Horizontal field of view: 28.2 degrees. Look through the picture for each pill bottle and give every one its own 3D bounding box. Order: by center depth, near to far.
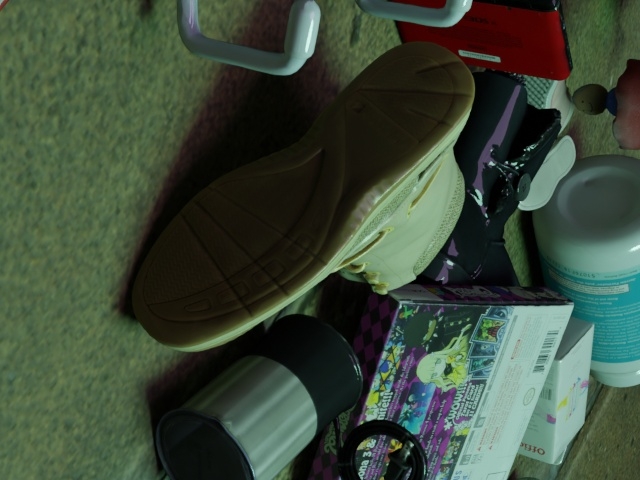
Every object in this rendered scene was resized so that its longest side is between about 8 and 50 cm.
[{"bbox_3d":[0.315,0.045,1.375,0.146,0.146,0.264,-55,144,-31],"label":"pill bottle"}]

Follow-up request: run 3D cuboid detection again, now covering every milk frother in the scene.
[{"bbox_3d":[-0.015,0.145,0.877,0.135,0.143,0.129,-39,139,-45],"label":"milk frother"}]

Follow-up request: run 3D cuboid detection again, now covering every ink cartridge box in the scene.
[{"bbox_3d":[0.219,0.153,1.317,0.090,0.092,0.143,-35,133,-49],"label":"ink cartridge box"}]

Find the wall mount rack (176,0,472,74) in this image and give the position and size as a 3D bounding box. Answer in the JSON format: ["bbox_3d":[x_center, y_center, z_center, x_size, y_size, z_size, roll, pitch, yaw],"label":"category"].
[{"bbox_3d":[0.015,-0.268,0.756,0.350,0.131,0.304,-27,125,-53],"label":"wall mount rack"}]

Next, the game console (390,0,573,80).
[{"bbox_3d":[0.129,-0.199,0.959,0.085,0.144,0.124,-57,145,-26],"label":"game console"}]

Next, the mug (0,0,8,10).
[{"bbox_3d":[-0.160,-0.184,0.559,0.169,0.150,0.113,-59,-177,-18],"label":"mug"}]

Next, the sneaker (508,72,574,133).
[{"bbox_3d":[0.213,-0.150,1.217,0.070,0.051,0.134,-38,134,-53],"label":"sneaker"}]

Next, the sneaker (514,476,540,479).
[{"bbox_3d":[0.219,0.404,1.434,0.226,0.086,0.163,-56,142,-31],"label":"sneaker"}]

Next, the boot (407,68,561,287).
[{"bbox_3d":[0.165,-0.016,1.148,0.246,0.094,0.207,43,69,-50],"label":"boot"}]

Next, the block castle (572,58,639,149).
[{"bbox_3d":[0.344,-0.336,1.155,0.303,0.213,0.453,-51,139,-47],"label":"block castle"}]

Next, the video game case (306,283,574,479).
[{"bbox_3d":[0.095,0.147,1.060,0.210,0.042,0.232,2,113,-40],"label":"video game case"}]

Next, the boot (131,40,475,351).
[{"bbox_3d":[0.000,0.000,0.876,0.262,0.095,0.203,-43,162,-10],"label":"boot"}]

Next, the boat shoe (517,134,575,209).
[{"bbox_3d":[0.210,-0.067,1.258,0.125,0.038,0.046,-46,120,-41],"label":"boat shoe"}]
